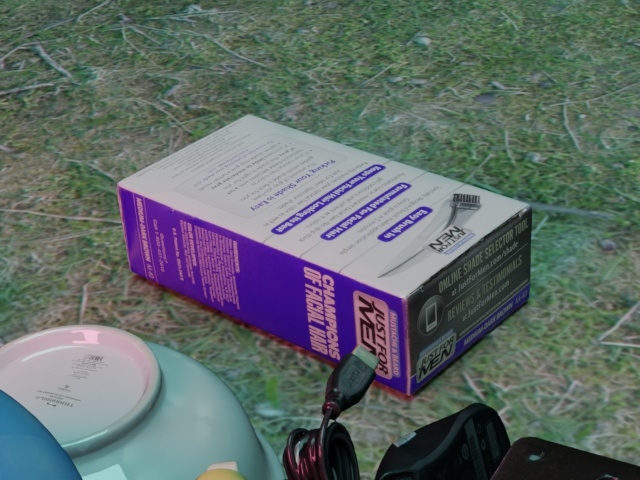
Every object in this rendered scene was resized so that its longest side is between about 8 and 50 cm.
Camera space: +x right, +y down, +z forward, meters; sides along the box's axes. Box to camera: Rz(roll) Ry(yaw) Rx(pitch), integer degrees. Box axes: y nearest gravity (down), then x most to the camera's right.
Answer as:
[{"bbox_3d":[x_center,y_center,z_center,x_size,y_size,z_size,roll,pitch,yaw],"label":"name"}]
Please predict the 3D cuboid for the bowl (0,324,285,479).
[{"bbox_3d":[-0.176,0.154,0.938,0.298,0.134,0.298,-3,32,2],"label":"bowl"}]

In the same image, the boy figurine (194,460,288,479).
[{"bbox_3d":[-0.047,0.219,0.736,0.092,0.177,0.285,-14,-1,15],"label":"boy figurine"}]

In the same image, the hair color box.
[{"bbox_3d":[0.000,0.000,1.188,0.339,0.110,0.185,20,38,37],"label":"hair color box"}]

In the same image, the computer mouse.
[{"bbox_3d":[0.048,0.148,0.859,0.060,0.184,0.262,-12,12,30],"label":"computer mouse"}]

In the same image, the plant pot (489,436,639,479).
[{"bbox_3d":[0.148,0.226,0.746,0.188,0.166,0.188,13,37,27],"label":"plant pot"}]

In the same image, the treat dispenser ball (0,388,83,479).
[{"bbox_3d":[-0.256,0.199,0.696,0.288,0.288,0.288,-4,32,2],"label":"treat dispenser ball"}]
